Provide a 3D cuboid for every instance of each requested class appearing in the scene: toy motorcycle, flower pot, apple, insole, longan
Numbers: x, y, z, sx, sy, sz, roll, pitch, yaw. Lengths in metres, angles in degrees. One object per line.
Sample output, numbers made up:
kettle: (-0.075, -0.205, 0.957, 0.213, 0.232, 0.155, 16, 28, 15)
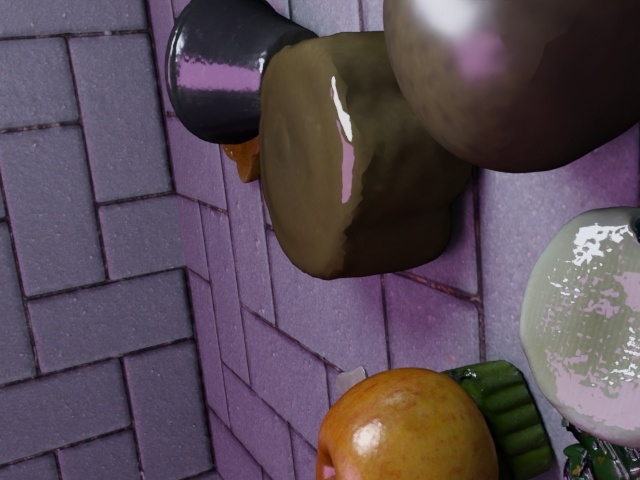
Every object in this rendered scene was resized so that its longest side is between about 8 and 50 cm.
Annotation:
toy motorcycle: (0.418, 0.266, 0.885, 0.275, 0.125, 0.187, -14, 75, 59)
flower pot: (-0.143, -0.381, 1.592, 0.251, 0.379, 0.379, 23, 123, 40)
apple: (0.122, 0.361, 1.112, 0.299, 0.275, 0.298, 170, 90, -68)
insole: (0.077, 0.359, 1.766, 0.192, 0.010, 0.063, -49, 57, 60)
longan: (0.241, -0.260, 0.821, 0.361, 0.361, 0.360, 38, 134, 54)

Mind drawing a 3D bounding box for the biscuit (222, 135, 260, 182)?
biscuit: (-0.215, -0.313, 2.021, 0.344, 0.057, 0.287, 1, 102, 64)

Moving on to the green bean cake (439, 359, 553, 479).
green bean cake: (0.281, 0.318, 1.203, 0.200, 0.113, 0.214, -34, 71, 60)

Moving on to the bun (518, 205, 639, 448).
bun: (0.387, 0.103, 0.828, 0.283, 0.179, 0.283, -12, 73, 46)

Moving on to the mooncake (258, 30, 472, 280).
mooncake: (0.060, -0.156, 1.290, 0.467, 0.262, 0.466, 169, 90, -67)
